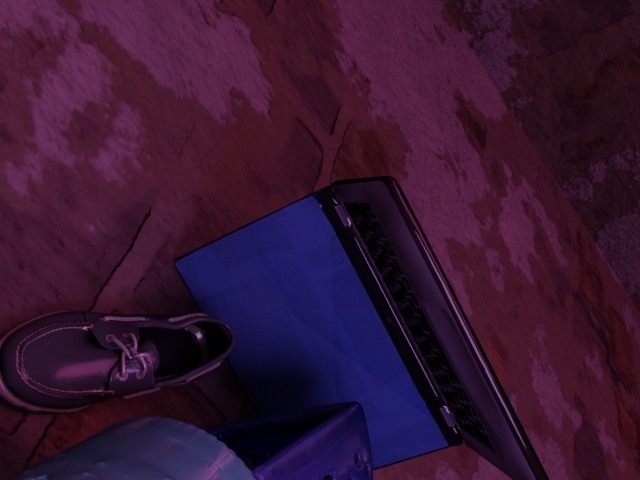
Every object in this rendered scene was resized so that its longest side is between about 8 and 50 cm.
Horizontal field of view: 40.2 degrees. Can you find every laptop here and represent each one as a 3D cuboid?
[{"bbox_3d":[0.023,0.147,1.045,0.382,0.236,0.408,62,-8,-8],"label":"laptop"}]

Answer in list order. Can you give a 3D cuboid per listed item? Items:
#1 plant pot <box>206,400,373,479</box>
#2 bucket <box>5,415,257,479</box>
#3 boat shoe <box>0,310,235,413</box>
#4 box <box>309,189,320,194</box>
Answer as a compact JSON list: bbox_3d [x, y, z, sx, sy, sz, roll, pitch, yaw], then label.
[{"bbox_3d":[-0.070,0.331,0.995,0.236,0.236,0.212,-17,90,-59],"label":"plant pot"},{"bbox_3d":[-0.181,0.306,0.802,0.281,0.281,0.183,66,23,-1],"label":"bucket"},{"bbox_3d":[-0.225,0.126,1.010,0.319,0.099,0.116,6,66,-56],"label":"boat shoe"},{"bbox_3d":[0.000,0.000,1.506,0.116,0.029,0.162,54,34,-20],"label":"box"}]
